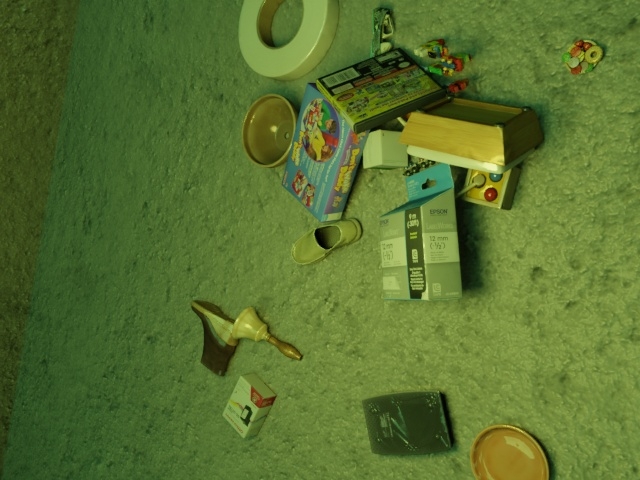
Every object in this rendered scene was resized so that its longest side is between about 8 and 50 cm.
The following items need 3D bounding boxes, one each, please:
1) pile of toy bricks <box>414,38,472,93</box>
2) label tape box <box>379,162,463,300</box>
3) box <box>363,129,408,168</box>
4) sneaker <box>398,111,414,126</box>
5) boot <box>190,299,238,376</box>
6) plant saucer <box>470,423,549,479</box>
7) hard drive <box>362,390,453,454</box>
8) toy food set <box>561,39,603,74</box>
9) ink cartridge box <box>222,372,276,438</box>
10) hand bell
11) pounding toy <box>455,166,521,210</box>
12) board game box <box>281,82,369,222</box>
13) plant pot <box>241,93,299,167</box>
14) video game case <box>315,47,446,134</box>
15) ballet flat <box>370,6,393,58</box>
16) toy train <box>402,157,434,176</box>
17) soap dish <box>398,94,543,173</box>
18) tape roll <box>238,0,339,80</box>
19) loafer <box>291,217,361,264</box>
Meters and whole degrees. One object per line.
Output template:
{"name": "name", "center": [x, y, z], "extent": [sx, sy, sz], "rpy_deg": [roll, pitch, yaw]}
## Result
{"name": "pile of toy bricks", "center": [0.351, -0.476, 1.566], "extent": [0.105, 0.118, 0.212], "rpy_deg": [-27, 32, -7]}
{"name": "label tape box", "center": [0.253, -0.016, 1.546], "extent": [0.249, 0.115, 0.348], "rpy_deg": [166, 99, -70]}
{"name": "box", "center": [0.185, -0.257, 1.668], "extent": [0.087, 0.101, 0.102], "rpy_deg": [-6, 86, 57]}
{"name": "sneaker", "center": [0.231, -0.405, 1.657], "extent": [0.087, 0.092, 0.229], "rpy_deg": [-46, 62, 28]}
{"name": "boot", "center": [-0.406, 0.349, 2.112], "extent": [0.248, 0.090, 0.207], "rpy_deg": [28, 103, 31]}
{"name": "plant saucer", "center": [0.478, 0.563, 1.474], "extent": [0.199, 0.037, 0.200], "rpy_deg": [-2, 86, 37]}
{"name": "hard drive", "center": [0.245, 0.509, 1.641], "extent": [0.254, 0.054, 0.172], "rpy_deg": [-18, 78, 35]}
{"name": "toy food set", "center": [0.627, -0.440, 1.403], "extent": [0.083, 0.020, 0.083], "rpy_deg": [-51, 62, 25]}
{"name": "ink cartridge box", "center": [-0.244, 0.563, 1.995], "extent": [0.127, 0.072, 0.175], "rpy_deg": [36, 109, 32]}
{"name": "hand bell", "center": [-0.163, 0.328, 1.940], "extent": [0.241, 0.126, 0.126], "rpy_deg": [27, 105, 22]}
{"name": "pounding toy", "center": [0.416, -0.139, 1.503], "extent": [0.141, 0.100, 0.130], "rpy_deg": [18, 99, 36]}
{"name": "board game box", "center": [0.010, -0.262, 1.752], "extent": [0.233, 0.078, 0.347], "rpy_deg": [45, 130, 37]}
{"name": "plant pot", "center": [-0.140, -0.354, 1.923], "extent": [0.237, 0.109, 0.238], "rpy_deg": [-1, 89, 37]}
{"name": "video game case", "center": [0.160, -0.417, 1.606], "extent": [0.274, 0.035, 0.248], "rpy_deg": [-24, 50, -11]}
{"name": "ballet flat", "center": [0.182, -0.593, 1.720], "extent": [0.070, 0.070, 0.189], "rpy_deg": [3, 94, 37]}
{"name": "toy train", "center": [0.295, -0.224, 1.643], "extent": [0.158, 0.027, 0.036], "rpy_deg": [-27, 69, 33]}
{"name": "soap dish", "center": [0.375, -0.272, 1.456], "extent": [0.290, 0.228, 0.118], "rpy_deg": [21, 126, 36]}
{"name": "tape roll", "center": [-0.114, -0.729, 1.940], "extent": [0.391, 0.072, 0.393], "rpy_deg": [-1, 89, 37]}
{"name": "loafer", "center": [0.000, 0.000, 1.817], "extent": [0.268, 0.092, 0.102], "rpy_deg": [-29, 72, 33]}
